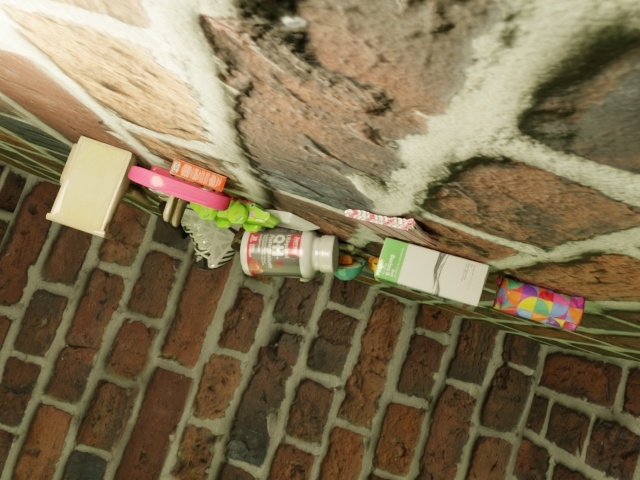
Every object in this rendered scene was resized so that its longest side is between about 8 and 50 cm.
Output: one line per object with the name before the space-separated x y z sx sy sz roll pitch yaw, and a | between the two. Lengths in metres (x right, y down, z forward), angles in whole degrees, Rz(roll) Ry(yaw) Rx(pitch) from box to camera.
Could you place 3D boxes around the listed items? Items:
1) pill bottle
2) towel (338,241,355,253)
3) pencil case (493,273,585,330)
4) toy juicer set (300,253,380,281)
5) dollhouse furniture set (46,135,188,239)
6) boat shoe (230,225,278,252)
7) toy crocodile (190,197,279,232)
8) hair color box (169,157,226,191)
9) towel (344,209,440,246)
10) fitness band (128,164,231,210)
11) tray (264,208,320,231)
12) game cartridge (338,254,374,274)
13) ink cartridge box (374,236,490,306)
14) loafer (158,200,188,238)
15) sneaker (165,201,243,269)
pill bottle | -0.103 0.042 1.837 0.318 0.176 0.176 2 170 12
towel | 0.067 0.027 1.950 0.110 0.027 0.148 13 171 -3
pencil case | 0.597 0.169 1.455 0.236 0.104 0.104 18 174 19
toy juicer set | 0.095 0.086 1.958 0.329 0.089 0.209 -3 -168 4
dollhouse furniture set | -0.656 -0.134 1.678 0.362 0.256 0.394 19 173 -1
boat shoe | -0.254 -0.039 2.039 0.111 0.104 0.307 32 151 -28
toy crocodile | -0.285 -0.096 1.722 0.340 0.105 0.115 8 168 33
hair color box | -0.325 -0.170 1.406 0.141 0.043 0.072 21 174 -12
towel | 0.171 -0.034 1.256 0.197 0.029 0.144 16 173 41
fitness band | -0.396 -0.151 1.501 0.291 0.054 0.209 17 -172 -29
tray | -0.139 -0.070 1.772 0.270 0.030 0.145 11 169 47
game cartridge | 0.168 0.112 2.321 0.198 0.062 0.297 25 171 -20
ink cartridge box | 0.318 0.099 1.506 0.289 0.121 0.211 16 173 16
loafer | -0.688 -0.118 2.566 0.130 0.134 0.366 41 166 9
sneaker | -0.500 -0.009 2.254 0.169 0.257 0.447 14 172 36
